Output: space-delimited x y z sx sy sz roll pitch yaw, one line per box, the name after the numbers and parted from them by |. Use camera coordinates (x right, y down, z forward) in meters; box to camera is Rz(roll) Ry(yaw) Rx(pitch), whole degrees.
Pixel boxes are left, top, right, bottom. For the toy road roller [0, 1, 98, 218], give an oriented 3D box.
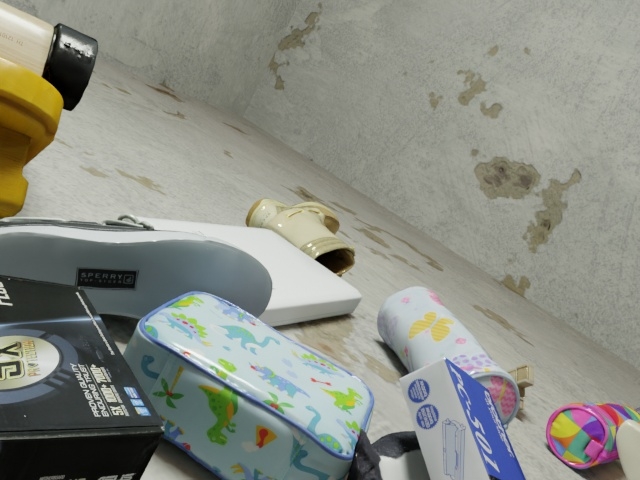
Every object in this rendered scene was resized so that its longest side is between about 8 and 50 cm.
-0.430 -0.142 0.747 0.202 0.241 0.329 20 -22 -36 | toy road roller

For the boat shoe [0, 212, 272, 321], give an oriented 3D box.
-0.201 0.031 0.649 0.306 0.113 0.105 3 18 -30 | boat shoe

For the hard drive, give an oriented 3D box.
-0.104 0.046 0.953 0.233 0.047 0.353 34 14 24 | hard drive

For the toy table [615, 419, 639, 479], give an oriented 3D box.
0.396 0.330 0.652 0.252 0.161 0.274 34 14 23 | toy table

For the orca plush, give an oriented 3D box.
0.083 0.238 0.551 0.287 0.102 0.151 15 58 -50 | orca plush

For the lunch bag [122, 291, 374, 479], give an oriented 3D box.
-0.061 0.138 0.566 0.219 0.090 0.176 30 13 5 | lunch bag

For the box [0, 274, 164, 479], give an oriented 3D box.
-0.214 0.098 0.414 0.147 0.078 0.180 16 18 -45 | box

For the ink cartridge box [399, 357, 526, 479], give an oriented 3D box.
0.126 0.198 0.455 0.097 0.046 0.207 38 27 -45 | ink cartridge box

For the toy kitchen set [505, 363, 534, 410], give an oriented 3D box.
0.298 0.240 1.032 0.075 0.083 0.068 25 54 -19 | toy kitchen set

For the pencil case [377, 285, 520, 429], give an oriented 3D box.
0.177 0.173 0.915 0.273 0.113 0.124 -126 -164 -65 | pencil case

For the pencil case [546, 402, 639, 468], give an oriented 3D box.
0.457 0.314 1.011 0.236 0.104 0.104 14 19 -45 | pencil case

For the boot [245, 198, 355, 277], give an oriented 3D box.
0.000 0.000 1.257 0.203 0.095 0.262 36 16 32 | boot
